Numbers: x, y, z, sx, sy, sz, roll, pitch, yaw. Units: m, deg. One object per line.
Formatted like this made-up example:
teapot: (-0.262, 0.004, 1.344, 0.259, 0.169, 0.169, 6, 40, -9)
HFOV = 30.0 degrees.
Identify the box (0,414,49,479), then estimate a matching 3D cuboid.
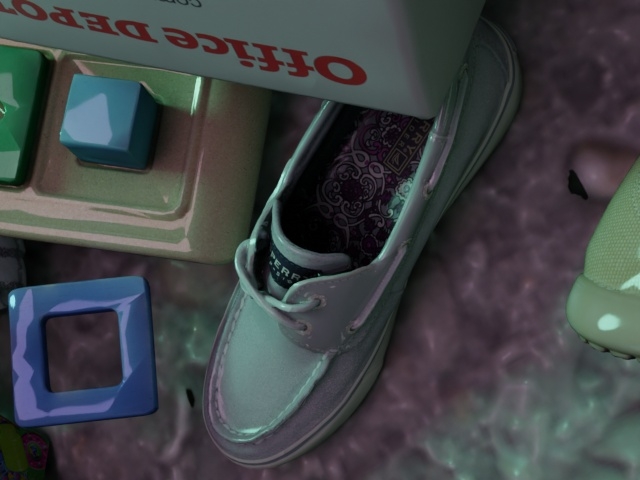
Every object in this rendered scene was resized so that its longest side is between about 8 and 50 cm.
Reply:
box: (-0.333, 0.154, 0.545, 0.279, 0.290, 0.177, -30, 41, 26)

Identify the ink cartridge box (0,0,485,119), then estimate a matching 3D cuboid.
ink cartridge box: (-0.059, -0.175, 0.362, 0.211, 0.289, 0.121, 14, 67, 21)

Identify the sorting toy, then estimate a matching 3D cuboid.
sorting toy: (-0.118, -0.092, 0.537, 0.196, 0.047, 0.347, 8, 80, 4)

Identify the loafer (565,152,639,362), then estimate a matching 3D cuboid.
loafer: (0.208, 0.010, 0.378, 0.268, 0.102, 0.092, 7, 97, 30)

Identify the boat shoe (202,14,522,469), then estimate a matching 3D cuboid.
boat shoe: (0.001, 0.000, 0.505, 0.079, 0.081, 0.227, 36, 105, 26)

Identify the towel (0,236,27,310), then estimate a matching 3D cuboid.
towel: (-0.306, -0.038, 0.658, 0.284, 0.121, 0.235, -22, 77, 27)
